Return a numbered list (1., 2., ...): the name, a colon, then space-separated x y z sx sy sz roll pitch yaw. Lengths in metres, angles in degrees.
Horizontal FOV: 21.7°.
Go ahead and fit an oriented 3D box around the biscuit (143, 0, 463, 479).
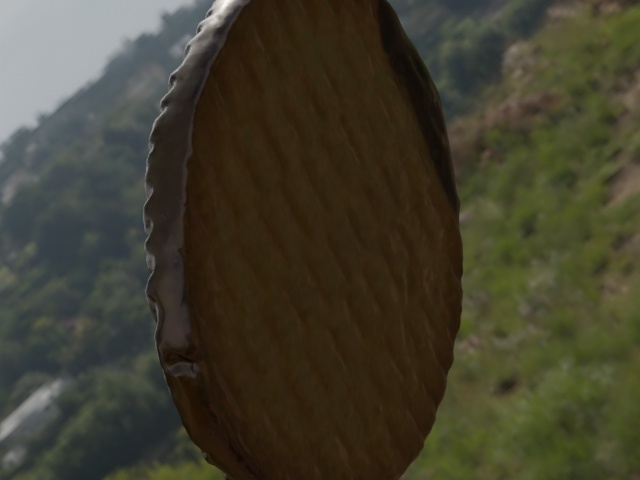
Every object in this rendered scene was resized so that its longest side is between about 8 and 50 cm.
1. biscuit: 0.000 0.000 0.955 0.040 0.317 0.318 -3 29 31
